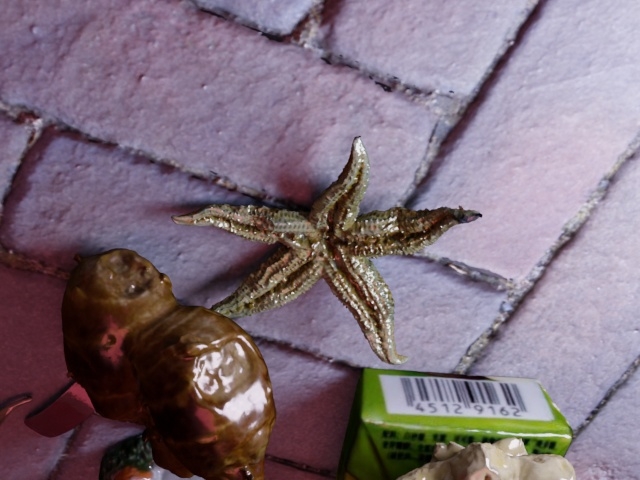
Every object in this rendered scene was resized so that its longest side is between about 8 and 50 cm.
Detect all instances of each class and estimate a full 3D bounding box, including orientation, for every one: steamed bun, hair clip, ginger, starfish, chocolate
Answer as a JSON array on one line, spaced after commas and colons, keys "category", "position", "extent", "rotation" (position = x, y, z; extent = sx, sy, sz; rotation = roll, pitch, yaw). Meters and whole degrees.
[{"category": "steamed bun", "position": [0.219, 0.355, 1.774], "extent": [0.295, 0.137, 0.292], "rotation": [28, 124, -16]}, {"category": "hair clip", "position": [-0.354, 0.236, 1.874], "extent": [0.137, 0.022, 0.054], "rotation": [-36, 120, 23]}, {"category": "ginger", "position": [-0.197, 0.186, 1.704], "extent": [0.357, 0.152, 0.274], "rotation": [36, 130, 9]}, {"category": "starfish", "position": [-0.001, -0.002, 1.670], "extent": [0.358, 0.078, 0.347], "rotation": [23, 128, -8]}, {"category": "chocolate", "position": [0.170, 0.319, 1.914], "extent": [0.301, 0.137, 0.289], "rotation": [6, 128, -7]}]

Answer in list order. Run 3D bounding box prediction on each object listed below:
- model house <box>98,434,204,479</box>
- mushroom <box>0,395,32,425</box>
[{"category": "model house", "position": [-0.185, 0.449, 1.898], "extent": [0.190, 0.301, 0.271], "rotation": [-21, 128, 4]}, {"category": "mushroom", "position": [-0.536, 0.280, 1.890], "extent": [0.306, 0.043, 0.068], "rotation": [-14, 154, 5]}]
